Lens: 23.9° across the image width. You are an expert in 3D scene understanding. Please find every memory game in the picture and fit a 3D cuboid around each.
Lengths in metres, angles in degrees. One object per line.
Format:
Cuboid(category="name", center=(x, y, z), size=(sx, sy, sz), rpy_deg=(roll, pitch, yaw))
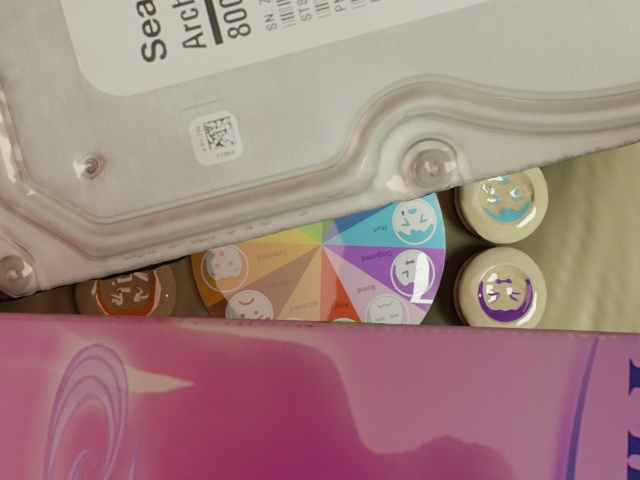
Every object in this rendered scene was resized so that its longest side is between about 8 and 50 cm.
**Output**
Cuboid(category="memory game", center=(0.000, 0.000, 0.554), size=(0.186, 0.012, 0.186), rpy_deg=(0, 89, -17))

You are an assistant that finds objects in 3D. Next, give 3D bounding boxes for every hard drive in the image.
Cuboid(category="hard drive", center=(0.021, -0.131, 0.454), size=(0.339, 0.064, 0.237), rpy_deg=(-13, 97, 10))

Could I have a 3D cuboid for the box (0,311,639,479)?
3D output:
Cuboid(category="box", center=(-0.003, 0.130, 0.426), size=(0.243, 0.117, 0.213), rpy_deg=(1, 85, 20))
